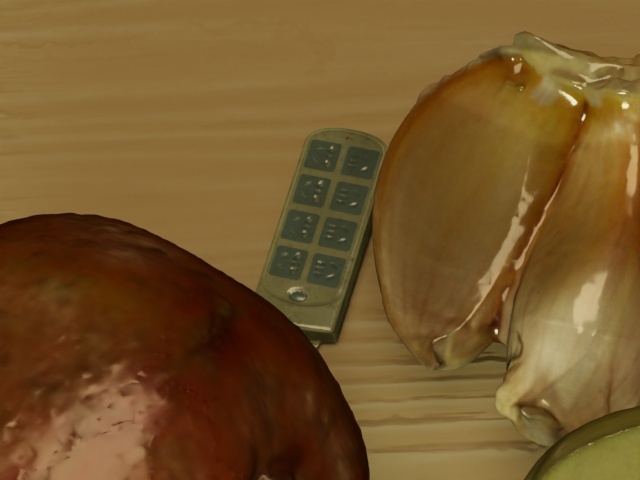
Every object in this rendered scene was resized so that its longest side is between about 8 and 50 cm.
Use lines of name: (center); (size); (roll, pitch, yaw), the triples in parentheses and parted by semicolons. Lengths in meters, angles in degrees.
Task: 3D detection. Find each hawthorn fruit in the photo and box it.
hawthorn fruit: (-0.153, 0.175, 1.283); (0.403, 0.403, 0.402); (-3, 65, 7)

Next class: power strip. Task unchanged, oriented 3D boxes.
power strip: (0.000, 0.000, 1.552); (0.080, 0.029, 0.227); (12, 68, 14)

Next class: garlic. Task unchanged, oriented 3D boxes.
garlic: (0.185, -0.001, 1.429); (0.286, 0.249, 0.313); (13, 90, -2)

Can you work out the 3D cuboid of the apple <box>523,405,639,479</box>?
apple: (0.258, 0.267, 1.274); (0.258, 0.233, 0.295); (2, 77, -10)
